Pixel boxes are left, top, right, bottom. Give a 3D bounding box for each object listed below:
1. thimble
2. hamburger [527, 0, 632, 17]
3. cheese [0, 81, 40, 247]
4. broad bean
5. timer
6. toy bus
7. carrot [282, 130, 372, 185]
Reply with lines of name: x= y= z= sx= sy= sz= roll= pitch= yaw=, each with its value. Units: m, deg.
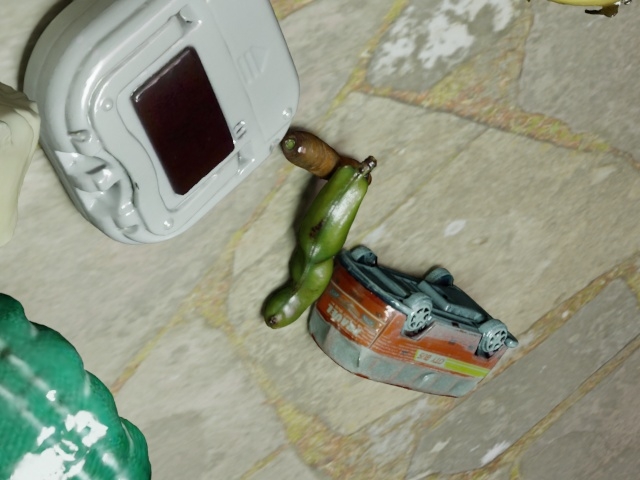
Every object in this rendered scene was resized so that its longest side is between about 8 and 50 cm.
thimble: x=-0.264 y=0.172 z=1.627 sx=0.167 sy=0.254 sz=0.288 roll=-44 pitch=143 yaw=-18
hamburger: x=0.256 y=-0.350 z=1.913 sx=0.237 sy=0.237 sz=0.149 roll=-51 pitch=142 yaw=-10
cheese: x=-0.346 y=-0.060 z=1.322 sx=0.332 sy=0.292 sz=0.153 roll=-4 pitch=119 yaw=-56
broad bean: x=0.000 y=0.000 z=1.979 sx=0.070 sy=0.048 sz=0.214 roll=-32 pitch=152 yaw=-60
timer: x=-0.129 y=-0.126 z=1.713 sx=0.237 sy=0.087 sz=0.262 roll=-45 pitch=142 yaw=-18
toy bus: x=0.093 y=0.094 z=2.131 sx=0.265 sy=0.121 sz=0.120 roll=17 pitch=111 yaw=-54
carrot: x=0.010 y=-0.076 z=1.970 sx=0.036 sy=0.035 sz=0.165 roll=-60 pitch=147 yaw=3
